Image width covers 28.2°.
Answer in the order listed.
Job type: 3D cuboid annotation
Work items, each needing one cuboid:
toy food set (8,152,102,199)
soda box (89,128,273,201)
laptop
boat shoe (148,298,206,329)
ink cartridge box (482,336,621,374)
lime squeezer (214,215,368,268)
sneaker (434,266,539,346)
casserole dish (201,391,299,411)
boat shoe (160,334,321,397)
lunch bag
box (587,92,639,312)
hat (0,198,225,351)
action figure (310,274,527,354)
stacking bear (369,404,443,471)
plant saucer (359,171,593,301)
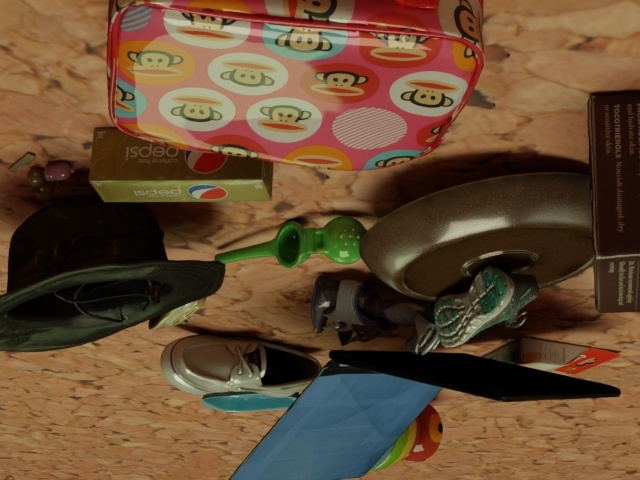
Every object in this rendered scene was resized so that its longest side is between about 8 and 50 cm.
[{"bbox_3d":[-0.280,-0.064,1.412,0.122,0.019,0.078,16,155,-32],"label":"toy food set"},{"bbox_3d":[-0.141,-0.077,1.304,0.181,0.061,0.058,0,160,8],"label":"soda box"},{"bbox_3d":[0.144,0.279,1.780,0.407,0.237,0.382,10,-179,34],"label":"laptop"},{"bbox_3d":[-0.202,0.099,1.784,0.045,0.050,0.135,18,155,-23],"label":"boat shoe"},{"bbox_3d":[0.358,0.200,1.996,0.179,0.045,0.145,12,158,-18],"label":"ink cartridge box"},{"bbox_3d":[0.000,0.000,1.527,0.310,0.059,0.110,-6,-172,16],"label":"lime squeezer"},{"bbox_3d":[0.193,0.080,1.471,0.076,0.065,0.166,-2,161,-28],"label":"sneaker"},{"bbox_3d":[-0.120,0.271,2.244,0.188,0.037,0.114,-8,156,24],"label":"casserole dish"},{"bbox_3d":[-0.117,0.193,1.964,0.267,0.096,0.088,17,151,-35],"label":"boat shoe"},{"bbox_3d":[-0.022,-0.159,0.996,0.293,0.120,0.258,6,158,-8],"label":"lunch bag"},{"bbox_3d":[0.359,-0.035,1.212,0.203,0.167,0.168,-2,158,11],"label":"box"},{"bbox_3d":[-0.280,0.026,1.479,0.331,0.134,0.331,-15,168,-3],"label":"hat"},{"bbox_3d":[0.136,0.096,1.656,0.285,0.099,0.185,0,179,30],"label":"action figure"},{"bbox_3d":[0.105,0.324,2.205,0.164,0.176,0.289,-18,158,38],"label":"stacking bear"},{"bbox_3d":[0.199,0.009,1.439,0.310,0.050,0.311,-6,158,-3],"label":"plant saucer"}]
